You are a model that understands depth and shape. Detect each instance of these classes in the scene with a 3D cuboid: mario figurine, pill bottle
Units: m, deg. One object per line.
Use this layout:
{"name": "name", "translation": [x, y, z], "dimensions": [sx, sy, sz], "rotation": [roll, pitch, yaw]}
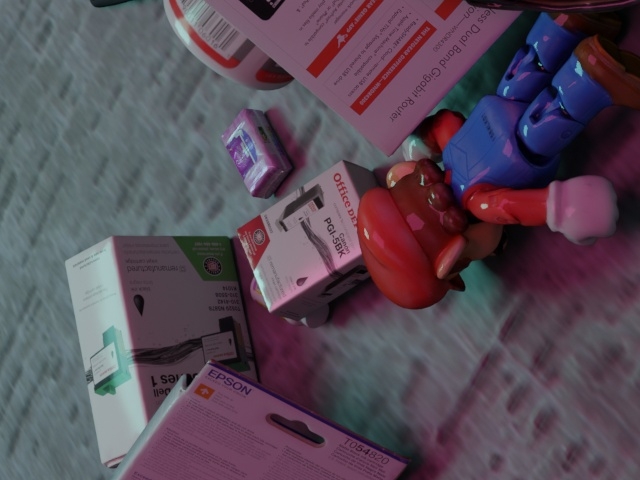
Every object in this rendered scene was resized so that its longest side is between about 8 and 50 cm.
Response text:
{"name": "mario figurine", "translation": [0.164, -0.060, 1.612], "dimensions": [0.170, 0.198, 0.320], "rotation": [39, 117, -7]}
{"name": "pill bottle", "translation": [-0.010, -0.288, 1.742], "dimensions": [0.283, 0.161, 0.161], "rotation": [-46, 58, 34]}
{"name": "pill bottle", "translation": [-0.029, 0.058, 1.845], "dimensions": [0.083, 0.043, 0.043], "rotation": [30, 111, 43]}

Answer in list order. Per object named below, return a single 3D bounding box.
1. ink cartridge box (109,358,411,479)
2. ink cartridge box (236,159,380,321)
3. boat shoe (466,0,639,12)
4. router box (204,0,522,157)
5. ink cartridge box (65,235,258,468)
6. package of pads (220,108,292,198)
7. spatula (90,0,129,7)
{"name": "ink cartridge box", "translation": [-0.061, 0.217, 1.767], "dimensions": [0.224, 0.223, 0.045], "rotation": [-52, 16, 33]}
{"name": "ink cartridge box", "translation": [0.000, 0.000, 1.776], "dimensions": [0.135, 0.056, 0.099], "rotation": [-34, 64, 21]}
{"name": "boat shoe", "translation": [0.144, -0.234, 1.481], "dimensions": [0.285, 0.092, 0.103], "rotation": [8, 116, 11]}
{"name": "router box", "translation": [0.055, -0.289, 1.579], "dimensions": [0.301, 0.082, 0.335], "rotation": [41, 116, -5]}
{"name": "ink cartridge box", "translation": [-0.156, 0.112, 1.896], "dimensions": [0.092, 0.160, 0.219], "rotation": [-26, 72, 44]}
{"name": "package of pads", "translation": [-0.065, -0.088, 1.894], "dimensions": [0.050, 0.032, 0.083], "rotation": [-49, 56, 33]}
{"name": "spatula", "translation": [-0.166, -0.279, 2.007], "dimensions": [0.296, 0.030, 0.084], "rotation": [1, 89, 48]}
